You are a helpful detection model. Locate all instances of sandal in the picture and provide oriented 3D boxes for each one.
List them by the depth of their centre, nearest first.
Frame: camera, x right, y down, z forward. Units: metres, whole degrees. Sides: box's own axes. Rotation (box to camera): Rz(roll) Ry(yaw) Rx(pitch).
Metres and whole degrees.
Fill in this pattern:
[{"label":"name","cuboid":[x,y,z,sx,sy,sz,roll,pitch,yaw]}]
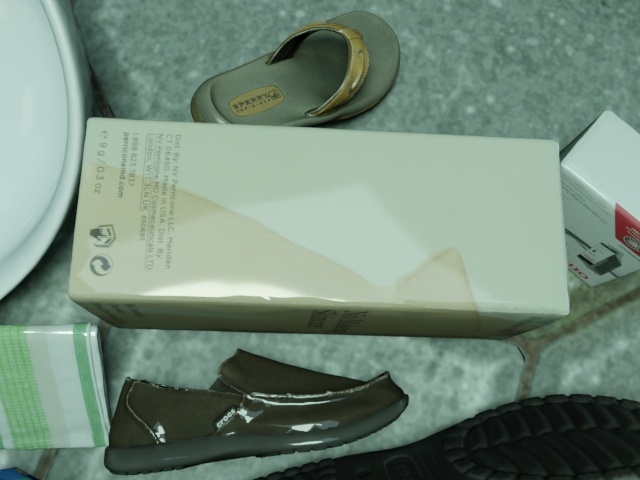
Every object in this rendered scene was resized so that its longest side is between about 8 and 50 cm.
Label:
[{"label":"sandal","cuboid":[-0.007,-0.138,0.548,0.219,0.060,0.090,-30,75,-36]}]

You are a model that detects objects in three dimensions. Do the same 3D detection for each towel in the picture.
[{"label":"towel","cuboid":[-0.225,0.101,0.483,0.151,0.113,0.023,1,31,-5]}]

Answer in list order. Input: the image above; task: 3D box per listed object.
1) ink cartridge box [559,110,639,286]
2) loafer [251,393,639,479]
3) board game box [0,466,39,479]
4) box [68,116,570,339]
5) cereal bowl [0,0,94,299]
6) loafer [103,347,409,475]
[{"label":"ink cartridge box","cuboid":[0.210,-0.024,0.523,0.099,0.135,0.056,41,79,8]},{"label":"loafer","cuboid":[0.107,0.204,0.475,0.365,0.134,0.130,-12,99,3]},{"label":"board game box","cuboid":[-0.157,0.193,0.400,0.160,0.210,0.047,28,75,3]},{"label":"box","cuboid":[0.000,0.000,0.498,0.310,0.148,0.121,2,75,-2]},{"label":"cereal bowl","cuboid":[-0.320,-0.106,0.469,0.338,0.141,0.339,-3,109,-8]},{"label":"loafer","cuboid":[-0.046,0.114,0.496,0.219,0.080,0.078,-7,76,-6]}]
